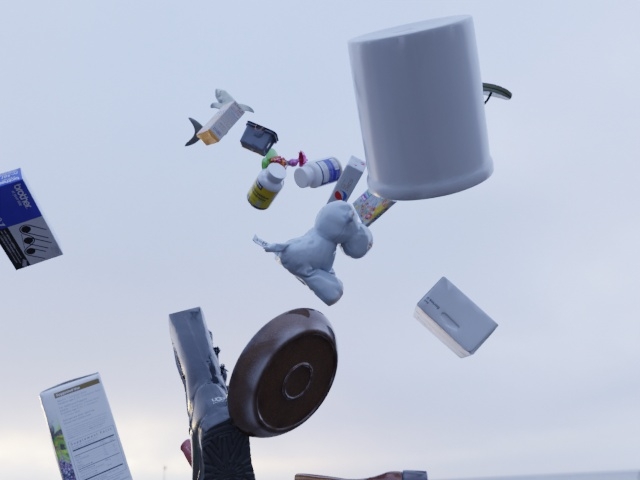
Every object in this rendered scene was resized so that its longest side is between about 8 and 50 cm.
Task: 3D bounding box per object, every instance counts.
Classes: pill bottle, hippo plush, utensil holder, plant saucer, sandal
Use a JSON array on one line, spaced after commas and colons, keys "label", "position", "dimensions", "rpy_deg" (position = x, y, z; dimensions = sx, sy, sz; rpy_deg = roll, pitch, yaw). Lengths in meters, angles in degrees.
[{"label": "pill bottle", "position": [-0.011, -0.270, 2.311], "dimensions": [0.187, 0.111, 0.112], "rpy_deg": [-20, -8, -39]}, {"label": "hippo plush", "position": [0.000, 0.000, 1.519], "dimensions": [0.294, 0.236, 0.234], "rpy_deg": [43, -4, -24]}, {"label": "utensil holder", "position": [0.249, -0.335, 1.438], "dimensions": [0.328, 0.327, 0.385], "rpy_deg": [-8, -66, 11]}, {"label": "plant saucer", "position": [-0.062, 0.299, 1.253], "dimensions": [0.050, 0.310, 0.311], "rpy_deg": [22, -2, 41]}, {"label": "pill bottle", "position": [-0.198, -0.203, 2.141], "dimensions": [0.103, 0.103, 0.184], "rpy_deg": [10, -39, -28]}, {"label": "sandal", "position": [0.408, -0.419, 1.697], "dimensions": [0.303, 0.086, 0.120], "rpy_deg": [-1, 10, 5]}]

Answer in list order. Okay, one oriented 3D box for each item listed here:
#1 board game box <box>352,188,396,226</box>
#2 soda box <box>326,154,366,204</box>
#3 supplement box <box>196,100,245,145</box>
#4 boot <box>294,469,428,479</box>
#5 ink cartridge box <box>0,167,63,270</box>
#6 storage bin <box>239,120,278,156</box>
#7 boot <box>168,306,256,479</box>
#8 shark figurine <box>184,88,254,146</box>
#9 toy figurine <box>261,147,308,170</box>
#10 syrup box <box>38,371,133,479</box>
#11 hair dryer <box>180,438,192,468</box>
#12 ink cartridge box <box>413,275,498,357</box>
[{"label": "board game box", "position": [0.185, -0.131, 1.982], "dimensions": [0.026, 0.103, 0.154], "rpy_deg": [2, -35, -44]}, {"label": "soda box", "position": [0.097, -0.213, 2.172], "dimensions": [0.069, 0.073, 0.216], "rpy_deg": [26, -48, -3]}, {"label": "supplement box", "position": [-0.217, -0.255, 1.248], "dimensions": [0.036, 0.098, 0.062], "rpy_deg": [48, -26, -26]}, {"label": "boot", "position": [0.089, 0.597, 1.152], "dimensions": [0.281, 0.263, 0.096], "rpy_deg": [-8, 6, 10]}, {"label": "ink cartridge box", "position": [-0.598, -0.038, 1.136], "dimensions": [0.097, 0.046, 0.207], "rpy_deg": [-21, -43, -16]}, {"label": "storage bin", "position": [-0.244, -0.391, 2.216], "dimensions": [0.135, 0.091, 0.098], "rpy_deg": [24, -16, 10]}, {"label": "boot", "position": [-0.299, 0.432, 1.455], "dimensions": [0.146, 0.445, 0.366], "rpy_deg": [-3, -63, -27]}, {"label": "shark figurine", "position": [-0.336, -0.393, 1.946], "dimensions": [0.166, 0.278, 0.116], "rpy_deg": [23, -43, -1]}, {"label": "toy figurine", "position": [-0.136, -0.323, 2.356], "dimensions": [0.159, 0.130, 0.173], "rpy_deg": [-5, 13, 22]}, {"label": "syrup box", "position": [-0.372, 0.340, 0.921], "dimensions": [0.096, 0.236, 0.093], "rpy_deg": [-17, -7, -31]}, {"label": "hair dryer", "position": [-0.309, 0.633, 1.431], "dimensions": [0.224, 0.293, 0.080], "rpy_deg": [-15, -40, 1]}, {"label": "ink cartridge box", "position": [0.398, 0.239, 1.728], "dimensions": [0.121, 0.211, 0.289], "rpy_deg": [-46, -14, -5]}]
